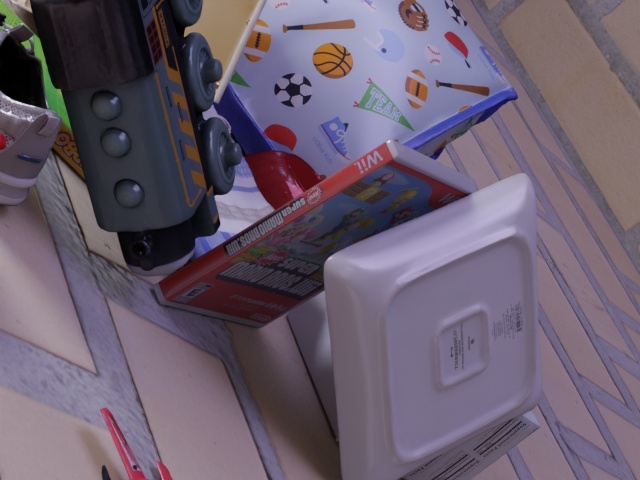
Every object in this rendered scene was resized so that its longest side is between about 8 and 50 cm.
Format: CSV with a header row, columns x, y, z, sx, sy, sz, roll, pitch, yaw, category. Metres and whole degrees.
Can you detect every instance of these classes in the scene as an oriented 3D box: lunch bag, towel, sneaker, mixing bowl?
x,y,z,sx,sy,sz,roll,pitch,yaw,category
0.004,-0.211,2.324,0.385,0.239,0.328,-30,83,-46,lunch bag
-0.126,-0.070,1.928,0.209,0.034,0.285,14,41,-58,towel
-0.299,-0.166,1.635,0.105,0.115,0.281,10,43,-51,sneaker
-0.045,-0.037,2.083,0.181,0.098,0.181,45,19,-19,mixing bowl

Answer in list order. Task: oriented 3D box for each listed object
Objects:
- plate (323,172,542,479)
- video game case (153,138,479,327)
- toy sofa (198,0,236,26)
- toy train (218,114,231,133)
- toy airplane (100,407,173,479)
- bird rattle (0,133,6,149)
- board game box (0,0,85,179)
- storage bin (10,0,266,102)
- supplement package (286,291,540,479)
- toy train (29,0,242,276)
x,y,z,sx,sy,sz,roll,pitch,yaw,category
0.130,0.101,1.813,0.045,0.278,0.277,23,-53,46,plate
0.000,0.000,1.793,0.204,0.285,0.025,19,43,-61,video game case
-0.248,-0.366,2.084,0.362,0.177,0.150,50,10,-5,toy sofa
-0.168,-0.136,2.071,0.125,0.046,0.166,53,20,2,toy train
-0.135,0.202,1.462,0.151,0.028,0.151,46,18,-20,toy airplane
-0.368,-0.160,1.468,0.253,0.143,0.207,45,1,-30,bird rattle
-0.265,-0.138,1.830,0.259,0.039,0.124,44,19,-17,board game box
-0.167,-0.324,1.946,0.260,0.262,0.123,26,6,-3,storage bin
0.102,0.143,1.996,0.203,0.149,0.194,34,23,-42,supplement package
-0.171,-0.131,1.678,0.190,0.142,0.334,-66,149,-60,toy train
